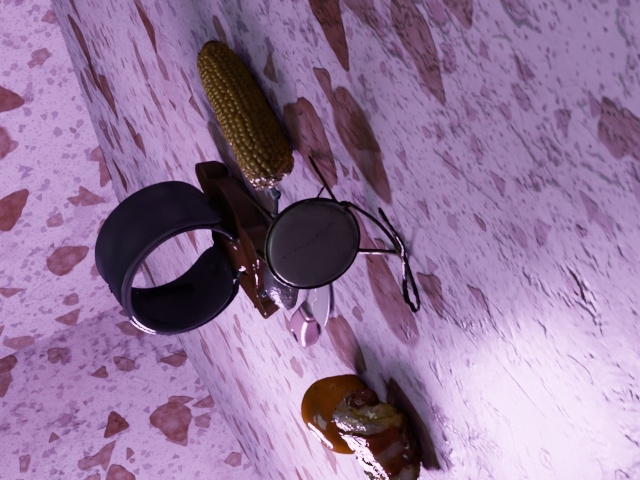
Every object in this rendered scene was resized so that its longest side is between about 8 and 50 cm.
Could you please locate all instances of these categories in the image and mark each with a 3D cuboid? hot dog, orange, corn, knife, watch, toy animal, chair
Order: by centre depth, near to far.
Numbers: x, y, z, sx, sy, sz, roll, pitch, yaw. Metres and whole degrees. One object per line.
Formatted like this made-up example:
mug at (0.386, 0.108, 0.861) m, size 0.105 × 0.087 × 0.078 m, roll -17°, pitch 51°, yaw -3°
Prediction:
chair at (0.000, 0.000, 1.554) m, size 0.325 × 0.170 × 0.159 m, roll -129°, pitch 22°, yaw -59°
corn at (-0.126, -0.204, 1.761) m, size 0.260 × 0.091 × 0.091 m, roll 62°, pitch -176°, yaw 12°
hot dog at (0.108, 0.334, 1.820) m, size 0.146 × 0.103 × 0.213 m, roll 11°, pitch 137°, yaw 45°
orange at (0.040, 0.313, 1.963) m, size 0.155 × 0.134 × 0.154 m, roll 40°, pitch 171°, yaw 8°
toy animal at (-0.077, 0.027, 1.978) m, size 0.079 × 0.070 × 0.253 m, roll 26°, pitch 134°, yaw 40°
knife at (-0.014, 0.128, 2.000) m, size 0.081 × 0.043 × 0.336 m, roll 62°, pitch 163°, yaw 18°
watch at (-0.270, 0.050, 2.184) m, size 0.314 × 0.327 × 0.335 m, roll 51°, pitch 160°, yaw 42°

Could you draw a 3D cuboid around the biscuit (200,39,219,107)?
biscuit at (-0.175, -0.283, 1.912) m, size 0.224 × 0.033 × 0.144 m, roll 19°, pitch 133°, yaw 68°
